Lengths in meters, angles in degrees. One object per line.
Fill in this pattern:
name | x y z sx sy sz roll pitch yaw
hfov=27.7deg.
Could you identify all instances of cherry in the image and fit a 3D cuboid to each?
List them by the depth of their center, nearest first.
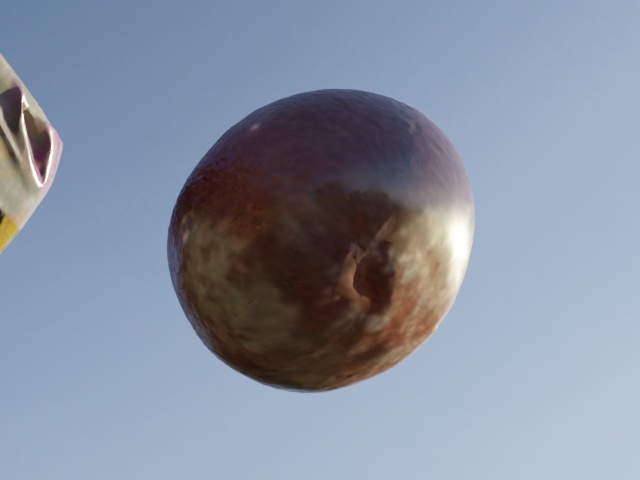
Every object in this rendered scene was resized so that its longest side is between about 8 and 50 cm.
cherry | 0.000 0.000 0.974 0.213 0.236 0.285 19 4 30

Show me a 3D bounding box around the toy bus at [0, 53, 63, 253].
toy bus | -0.364 -0.141 1.100 0.171 0.162 0.386 28 -20 38
